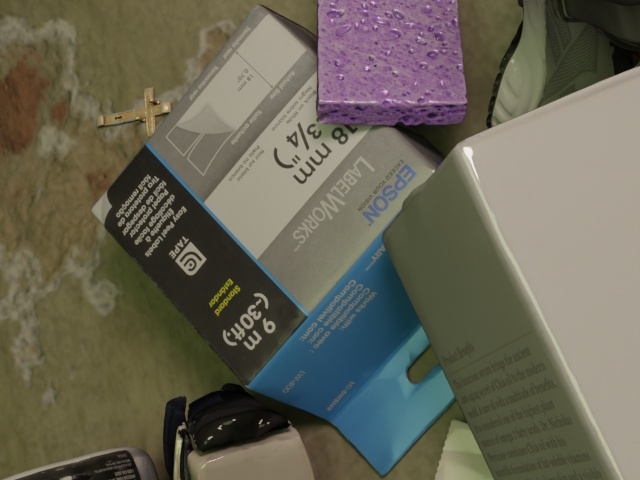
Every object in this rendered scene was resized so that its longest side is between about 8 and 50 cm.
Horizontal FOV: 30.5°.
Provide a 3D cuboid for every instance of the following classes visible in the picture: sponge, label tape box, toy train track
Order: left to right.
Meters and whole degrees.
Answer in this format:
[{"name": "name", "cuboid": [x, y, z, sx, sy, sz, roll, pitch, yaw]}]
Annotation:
[{"name": "toy train track", "cuboid": [-0.182, -0.122, 1.132, 0.083, 0.014, 0.048, -9, 81, 23]}, {"name": "label tape box", "cuboid": [0.000, 0.000, 0.990, 0.334, 0.106, 0.240, 45, 103, 21]}, {"name": "sponge", "cuboid": [0.055, -0.186, 0.961, 0.117, 0.031, 0.210, 1, 58, -2]}]

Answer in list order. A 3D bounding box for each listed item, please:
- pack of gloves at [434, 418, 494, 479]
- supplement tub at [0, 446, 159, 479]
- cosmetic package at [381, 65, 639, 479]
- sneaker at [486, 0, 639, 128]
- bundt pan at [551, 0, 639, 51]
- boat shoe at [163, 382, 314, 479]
[{"name": "pack of gloves", "cuboid": [0.192, 0.266, 0.925, 0.232, 0.046, 0.195, 12, 78, 21]}, {"name": "supplement tub", "cuboid": [-0.192, 0.351, 0.991, 0.193, 0.193, 0.316, -24, 76, 20]}, {"name": "cosmetic package", "cuboid": [0.221, 0.142, 0.770, 0.161, 0.230, 0.453, -23, 81, -14]}, {"name": "sneaker", "cuboid": [0.199, -0.171, 0.862, 0.108, 0.271, 0.100, 22, 57, 14]}, {"name": "bundt pan", "cuboid": [0.272, -0.241, 0.686, 0.331, 0.331, 0.124, -46, 33, 13]}, {"name": "boat shoe", "cuboid": [-0.051, 0.280, 0.991, 0.127, 0.158, 0.340, -11, 104, -17]}]
